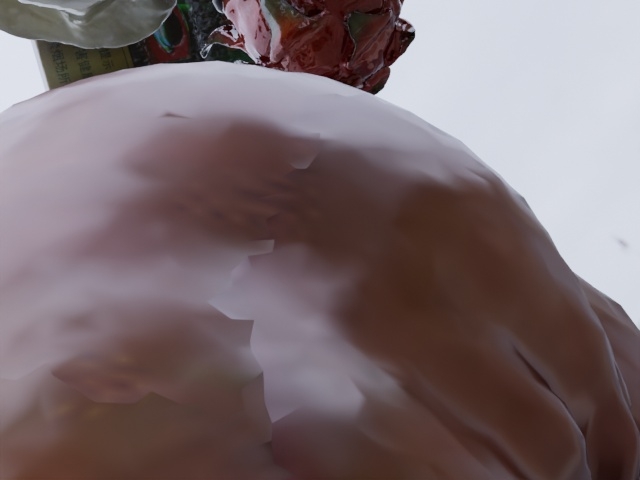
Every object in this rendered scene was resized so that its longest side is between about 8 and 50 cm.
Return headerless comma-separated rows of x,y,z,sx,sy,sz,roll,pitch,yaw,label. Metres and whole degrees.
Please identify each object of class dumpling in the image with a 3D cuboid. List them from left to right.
-0.206,-0.223,1.179,0.247,0.172,0.142,58,-155,-36,dumpling

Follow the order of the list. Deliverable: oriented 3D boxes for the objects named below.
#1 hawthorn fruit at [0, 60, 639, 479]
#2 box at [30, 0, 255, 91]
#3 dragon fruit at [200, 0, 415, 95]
-0.065,0.180,0.574,0.472,0.471,0.472,-48,-17,-20,hawthorn fruit
-0.179,-0.209,1.744,0.240,0.159,0.071,-16,-17,-10,box
-0.005,-0.155,1.095,0.130,0.142,0.121,-43,-19,-41,dragon fruit
